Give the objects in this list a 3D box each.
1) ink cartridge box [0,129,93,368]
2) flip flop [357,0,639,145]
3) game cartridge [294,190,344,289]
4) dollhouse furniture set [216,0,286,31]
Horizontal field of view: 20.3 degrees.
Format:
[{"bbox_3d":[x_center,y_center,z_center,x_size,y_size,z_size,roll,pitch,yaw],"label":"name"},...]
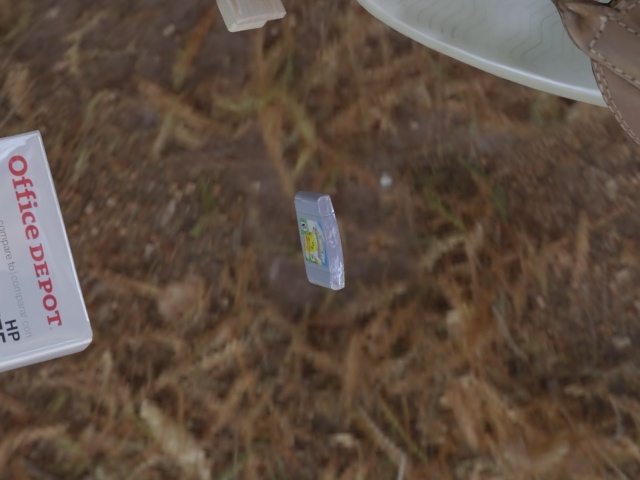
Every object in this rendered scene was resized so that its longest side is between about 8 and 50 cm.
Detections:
[{"bbox_3d":[-0.362,0.036,1.604,0.270,0.197,0.198,-15,87,-13],"label":"ink cartridge box"},{"bbox_3d":[0.132,-0.044,0.461,0.277,0.080,0.112,27,125,1],"label":"flip flop"},{"bbox_3d":[0.000,0.000,1.533,0.017,0.056,0.083,-16,102,-27],"label":"game cartridge"},{"bbox_3d":[-0.200,-0.330,1.374,0.303,0.174,0.355,-16,73,-30],"label":"dollhouse furniture set"}]
